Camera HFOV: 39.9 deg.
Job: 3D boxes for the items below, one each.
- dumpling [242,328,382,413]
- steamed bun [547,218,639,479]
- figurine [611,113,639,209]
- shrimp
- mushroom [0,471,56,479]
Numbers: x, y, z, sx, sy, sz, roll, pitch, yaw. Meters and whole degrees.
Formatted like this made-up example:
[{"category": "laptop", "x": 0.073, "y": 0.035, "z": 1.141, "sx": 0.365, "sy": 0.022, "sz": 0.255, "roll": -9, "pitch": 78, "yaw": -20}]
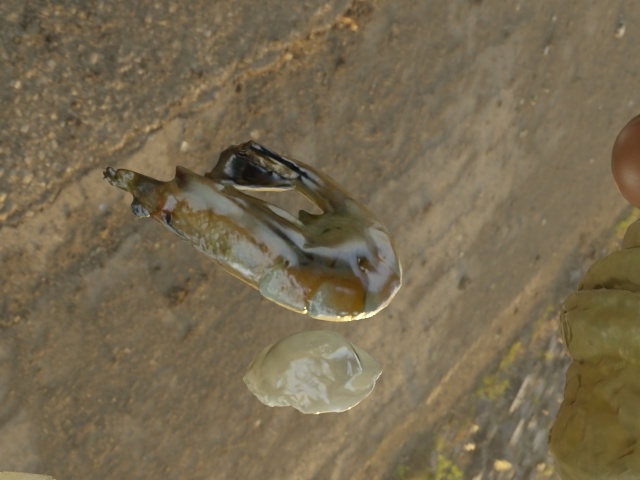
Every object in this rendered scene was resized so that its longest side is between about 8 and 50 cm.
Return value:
[{"category": "dumpling", "x": -0.011, "y": 0.235, "z": 1.555, "sx": 0.250, "sy": 0.162, "sz": 0.132, "roll": -5, "pitch": 122, "yaw": -12}, {"category": "steamed bun", "x": 0.338, "y": 0.116, "z": 0.642, "sx": 0.372, "sy": 0.325, "sz": 0.230, "roll": -62, "pitch": 167, "yaw": -64}, {"category": "figurine", "x": 0.525, "y": -0.143, "z": 0.919, "sx": 0.276, "sy": 0.248, "sz": 0.388, "roll": -55, "pitch": -169, "yaw": -28}, {"category": "shrimp", "x": -0.043, "y": -0.028, "z": 0.729, "sx": 0.145, "sy": 0.254, "sz": 0.059, "roll": -54, "pitch": 172, "yaw": -39}, {"category": "mushroom", "x": -0.471, "y": 0.321, "z": 0.998, "sx": 0.353, "sy": 0.353, "sz": 0.325, "roll": -33, "pitch": 124, "yaw": -40}]
